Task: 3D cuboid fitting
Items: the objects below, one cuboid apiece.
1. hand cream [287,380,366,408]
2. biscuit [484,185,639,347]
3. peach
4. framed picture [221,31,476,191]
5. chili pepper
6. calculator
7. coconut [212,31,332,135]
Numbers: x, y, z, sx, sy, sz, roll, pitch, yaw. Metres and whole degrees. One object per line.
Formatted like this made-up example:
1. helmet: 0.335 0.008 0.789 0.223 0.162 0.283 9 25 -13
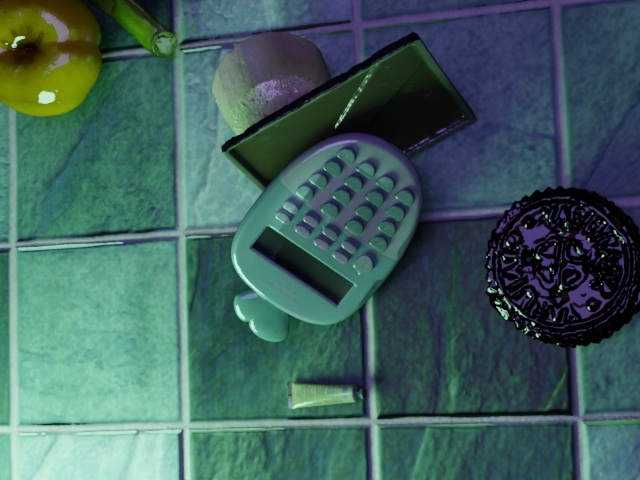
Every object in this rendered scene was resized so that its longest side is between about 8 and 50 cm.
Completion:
1. hand cream: 0.007 0.190 1.522 0.102 0.022 0.035 -5 83 22
2. biscuit: 0.287 0.030 1.430 0.194 0.053 0.195 -2 84 17
3. peach: -0.368 -0.254 1.634 0.179 0.103 0.179 1 92 25
4. framed picture: 0.037 -0.129 1.457 0.265 0.192 0.018 -28 57 12
5. chili pepper: -0.267 -0.307 1.638 0.201 0.052 0.050 37 65 22
6. calculator: 0.000 0.000 1.483 0.185 0.041 0.299 33 112 -12
7. coconut: -0.054 -0.180 1.506 0.147 0.147 0.153 -34 46 12
